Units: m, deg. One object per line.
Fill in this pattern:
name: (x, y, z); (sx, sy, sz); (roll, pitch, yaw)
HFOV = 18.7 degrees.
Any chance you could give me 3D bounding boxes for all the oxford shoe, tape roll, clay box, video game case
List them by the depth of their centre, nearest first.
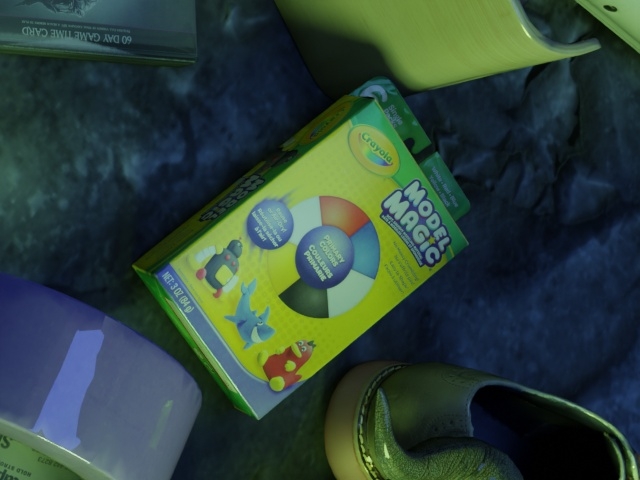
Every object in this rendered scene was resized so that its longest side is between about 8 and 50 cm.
tape roll: (-0.168, 0.092, 1.117); (0.189, 0.189, 0.080); (35, 64, -30)
video game case: (-0.170, -0.255, 1.262); (0.196, 0.026, 0.274); (1, 83, -38)
clay box: (0.000, 0.000, 1.306); (0.222, 0.053, 0.127); (-39, 110, -13)
oxford shoe: (0.187, 0.200, 1.409); (0.397, 0.146, 0.140); (26, 68, -34)

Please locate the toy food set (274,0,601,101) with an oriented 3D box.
toy food set: (0.043, -0.239, 1.302); (0.092, 0.220, 0.306); (-36, 106, -34)

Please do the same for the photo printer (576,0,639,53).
photo printer: (0.254, -0.303, 1.547); (0.307, 0.107, 0.256); (34, 65, -30)

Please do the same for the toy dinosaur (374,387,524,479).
toy dinosaur: (0.077, 0.191, 1.270); (0.160, 0.121, 0.313); (-18, 121, -9)
